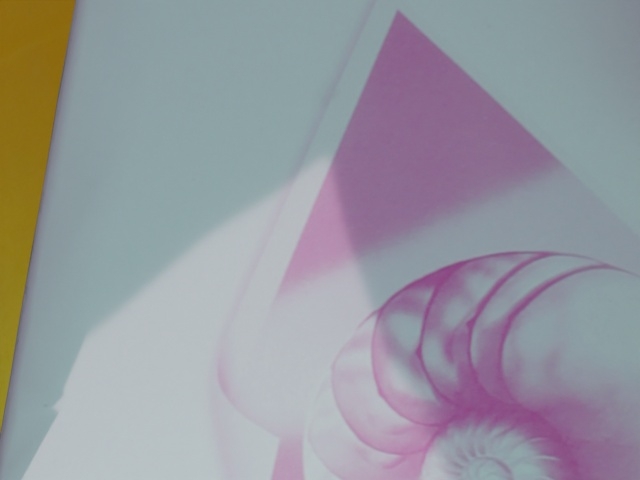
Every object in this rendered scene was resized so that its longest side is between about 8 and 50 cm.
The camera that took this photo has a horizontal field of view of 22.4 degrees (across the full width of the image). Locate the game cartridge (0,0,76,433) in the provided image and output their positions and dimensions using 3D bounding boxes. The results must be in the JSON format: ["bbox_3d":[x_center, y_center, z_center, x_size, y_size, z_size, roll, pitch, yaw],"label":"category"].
[{"bbox_3d":[0.000,0.000,0.566,0.285,0.053,0.323,-21,72,23],"label":"game cartridge"}]

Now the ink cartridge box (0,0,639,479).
[{"bbox_3d":[0.087,-0.007,0.447,0.330,0.071,0.324,4,75,10],"label":"ink cartridge box"}]
